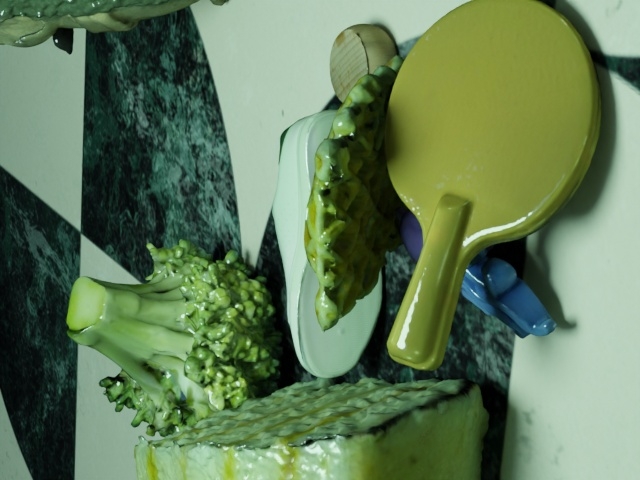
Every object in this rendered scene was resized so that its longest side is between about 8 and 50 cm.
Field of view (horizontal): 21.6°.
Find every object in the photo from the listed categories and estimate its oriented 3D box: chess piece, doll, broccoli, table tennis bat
[{"bbox_3d":[0.041,-0.167,1.621,0.084,0.038,0.083,23,117,60],"label":"chess piece"},{"bbox_3d":[0.133,0.026,1.459,0.206,0.067,0.110,41,163,36],"label":"doll"},{"bbox_3d":[-0.175,0.116,1.844,0.247,0.243,0.263,-42,47,23],"label":"broccoli"},{"bbox_3d":[0.121,-0.047,1.386,0.198,0.050,0.320,20,95,35],"label":"table tennis bat"},{"bbox_3d":[-0.278,-0.319,1.836,0.247,0.350,0.247,26,120,57],"label":"doll"}]

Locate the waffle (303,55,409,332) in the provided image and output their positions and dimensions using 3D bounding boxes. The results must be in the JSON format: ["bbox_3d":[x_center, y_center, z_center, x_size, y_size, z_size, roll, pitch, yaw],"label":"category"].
[{"bbox_3d":[0.038,-0.050,1.503,0.054,0.204,0.223,17,127,22],"label":"waffle"}]

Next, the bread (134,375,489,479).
[{"bbox_3d":[0.007,0.277,1.583,0.395,0.239,0.264,-8,93,60],"label":"bread"}]

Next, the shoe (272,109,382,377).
[{"bbox_3d":[0.000,0.000,1.685,0.110,0.095,0.265,-165,76,-65],"label":"shoe"}]
